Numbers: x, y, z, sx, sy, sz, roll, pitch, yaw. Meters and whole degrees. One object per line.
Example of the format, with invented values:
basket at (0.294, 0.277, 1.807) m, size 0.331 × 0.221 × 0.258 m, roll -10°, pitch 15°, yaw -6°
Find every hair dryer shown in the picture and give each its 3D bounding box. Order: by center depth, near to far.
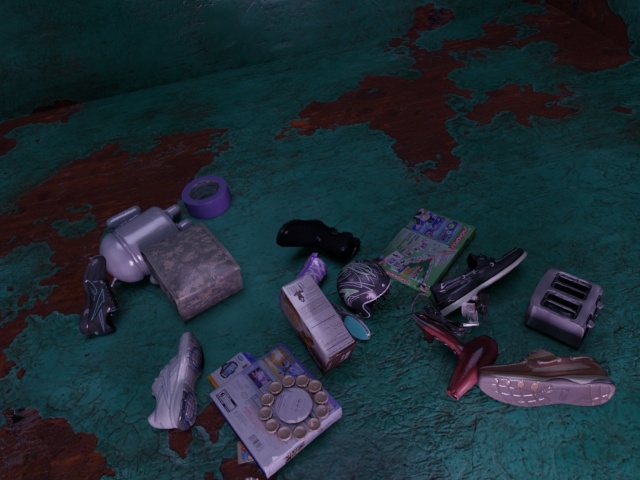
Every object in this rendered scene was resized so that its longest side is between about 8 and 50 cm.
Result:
hair dryer at (0.368, 0.285, 1.273) m, size 0.224 × 0.080 × 0.293 m, roll -5°, pitch 60°, yaw 10°

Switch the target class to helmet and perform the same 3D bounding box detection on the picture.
helmet at (0.132, 0.137, 1.426) m, size 0.170 × 0.161 × 0.169 m, roll -6°, pitch 45°, yaw 6°

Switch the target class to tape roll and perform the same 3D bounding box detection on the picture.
tape roll at (-0.469, -0.180, 1.917) m, size 0.189 × 0.080 × 0.189 m, roll -6°, pitch 45°, yaw 6°

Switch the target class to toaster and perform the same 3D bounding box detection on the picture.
toaster at (0.679, 0.184, 1.310) m, size 0.186 × 0.110 × 0.168 m, roll 26°, pitch 55°, yaw 32°

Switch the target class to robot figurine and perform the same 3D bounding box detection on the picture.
robot figurine at (-0.633, 0.013, 1.671) m, size 0.353 × 0.200 × 0.300 m, roll -38°, pitch 81°, yaw -24°

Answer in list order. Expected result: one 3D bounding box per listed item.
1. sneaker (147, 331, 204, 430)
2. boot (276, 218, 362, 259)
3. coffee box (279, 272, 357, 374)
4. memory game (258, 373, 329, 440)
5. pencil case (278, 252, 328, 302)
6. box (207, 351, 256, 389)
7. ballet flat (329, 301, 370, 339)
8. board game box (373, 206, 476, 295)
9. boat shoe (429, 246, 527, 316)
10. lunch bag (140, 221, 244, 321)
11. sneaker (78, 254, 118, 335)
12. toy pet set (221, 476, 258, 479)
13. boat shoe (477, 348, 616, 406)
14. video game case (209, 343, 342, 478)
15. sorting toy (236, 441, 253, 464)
sneaker at (-0.415, 0.391, 1.326) m, size 0.129 × 0.111 × 0.297 m, roll -10°, pitch 43°, yaw 9°
boot at (0.000, 0.000, 1.589) m, size 0.207 × 0.094 × 0.246 m, roll 25°, pitch 23°, yaw 33°
coffee box at (-0.013, 0.237, 1.324) m, size 0.098 × 0.141 × 0.246 m, roll -27°, pitch 66°, yaw -21°
memory game at (-0.069, 0.426, 1.193) m, size 0.186 × 0.012 × 0.186 m, roll -3°, pitch 43°, yaw 3°
pencil case at (-0.058, 0.140, 1.512) m, size 0.086 × 0.088 × 0.206 m, roll -3°, pitch 39°, yaw 43°
box at (-0.250, 0.386, 1.351) m, size 0.136 × 0.028 × 0.081 m, roll -33°, pitch 49°, yaw -24°
ballet flat at (0.082, 0.237, 1.413) m, size 0.188 × 0.070 × 0.070 m, roll 27°, pitch 56°, yaw 27°
board game box at (0.357, 0.026, 1.576) m, size 0.214 × 0.046 × 0.317 m, roll 26°, pitch 55°, yaw 31°
boat shoe at (0.476, 0.095, 1.416) m, size 0.340 × 0.127 × 0.113 m, roll -33°, pitch 75°, yaw -10°
lunch bag at (-0.435, 0.087, 1.559) m, size 0.235 × 0.169 × 0.287 m, roll -30°, pitch 61°, yaw -23°
sneaker at (-0.721, 0.181, 1.537) m, size 0.106 × 0.101 × 0.267 m, roll 4°, pitch 91°, yaw 1°
toy pet set at (-0.192, 0.623, 1.098) m, size 0.114 × 0.065 × 0.122 m, roll 25°, pitch 49°, yaw -13°
boat shoe at (0.559, 0.344, 1.180) m, size 0.325 × 0.123 × 0.116 m, roll 3°, pitch 42°, yaw 2°
video game case at (-0.121, 0.439, 1.238) m, size 0.244 × 0.061 × 0.269 m, roll -32°, pitch 48°, yaw -25°
sorting toy at (-0.188, 0.531, 1.204) m, size 0.062 × 0.012 × 0.083 m, roll -14°, pitch 45°, yaw -3°
